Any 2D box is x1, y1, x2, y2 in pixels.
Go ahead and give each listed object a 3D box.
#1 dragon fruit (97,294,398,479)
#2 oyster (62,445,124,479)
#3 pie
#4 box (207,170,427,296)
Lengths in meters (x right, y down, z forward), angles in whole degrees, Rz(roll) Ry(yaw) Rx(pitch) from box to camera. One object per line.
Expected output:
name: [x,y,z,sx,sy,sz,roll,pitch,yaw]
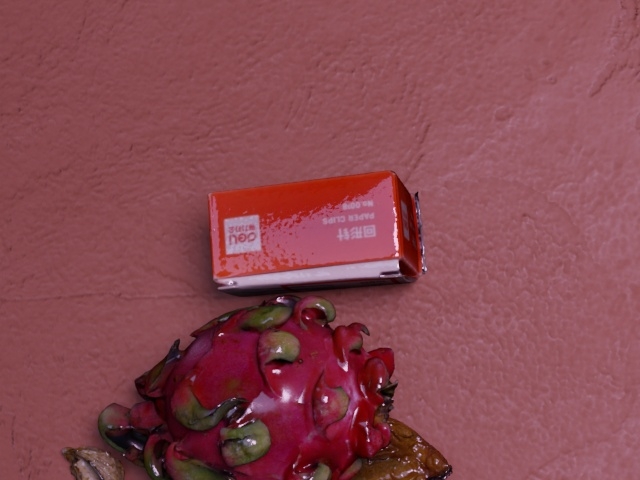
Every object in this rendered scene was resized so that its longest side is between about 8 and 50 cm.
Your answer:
dragon fruit: [-0.061,0.152,1.185,0.198,0.273,0.218,15,75,-30]
oyster: [-0.216,0.243,1.284,0.081,0.038,0.083,6,111,38]
pie: [0.027,0.211,1.226,0.191,0.033,0.088,-18,62,11]
box: [0.000,0.000,1.215,0.182,0.133,0.099,-6,82,10]
